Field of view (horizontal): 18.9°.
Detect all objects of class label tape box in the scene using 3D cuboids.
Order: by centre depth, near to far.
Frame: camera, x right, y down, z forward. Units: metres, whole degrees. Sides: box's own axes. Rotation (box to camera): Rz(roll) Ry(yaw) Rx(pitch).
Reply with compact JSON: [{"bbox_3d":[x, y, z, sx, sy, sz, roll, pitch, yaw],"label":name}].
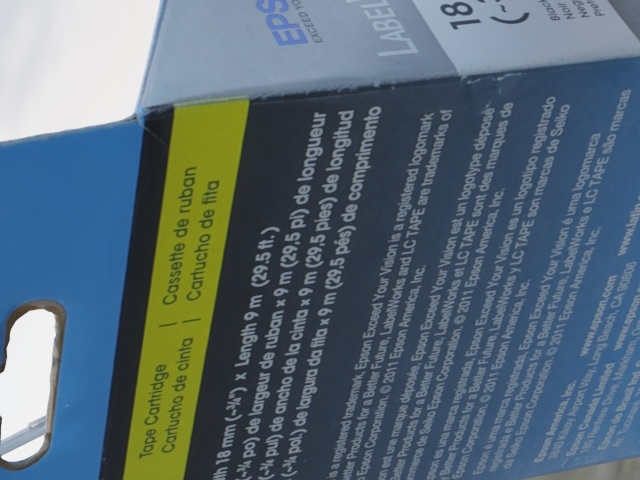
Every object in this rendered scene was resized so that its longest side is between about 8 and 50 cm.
[{"bbox_3d":[0.000,0.000,0.729,0.241,0.333,0.106,103,150,-43],"label":"label tape box"}]

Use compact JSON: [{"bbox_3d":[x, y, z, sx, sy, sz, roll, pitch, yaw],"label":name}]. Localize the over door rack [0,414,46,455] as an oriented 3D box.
[{"bbox_3d":[-0.195,0.147,0.999,0.324,0.108,0.239,-39,-3,9],"label":"over door rack"}]
